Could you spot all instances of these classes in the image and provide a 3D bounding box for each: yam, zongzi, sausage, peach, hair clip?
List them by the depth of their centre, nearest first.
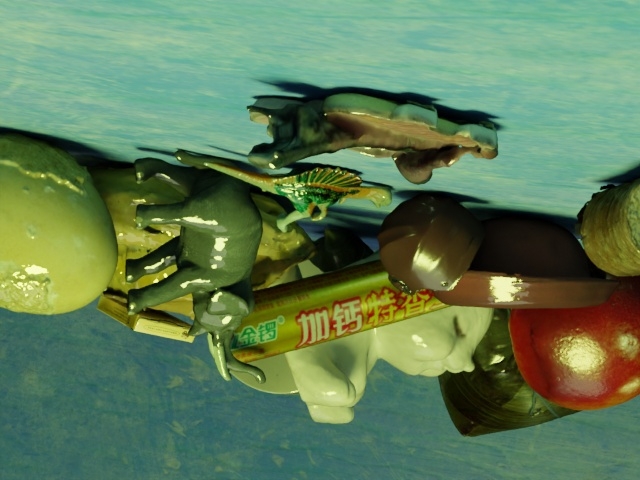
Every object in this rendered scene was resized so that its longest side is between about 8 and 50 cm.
[{"bbox_3d":[0.035,-0.072,0.989,0.187,0.056,0.146,1,178,-33],"label":"hair clip"},{"bbox_3d":[0.251,-0.011,1.099,0.084,0.084,0.127,9,177,-5],"label":"yam"},{"bbox_3d":[0.065,0.058,1.542,0.371,0.082,0.082,-14,180,-15],"label":"sausage"},{"bbox_3d":[0.319,0.102,1.663,0.197,0.197,0.197,8,175,1],"label":"peach"},{"bbox_3d":[0.000,0.000,1.847,0.154,0.062,0.130,25,168,48],"label":"zongzi"},{"bbox_3d":[0.395,0.136,2.080,0.432,0.208,0.403,-11,163,-4],"label":"zongzi"}]

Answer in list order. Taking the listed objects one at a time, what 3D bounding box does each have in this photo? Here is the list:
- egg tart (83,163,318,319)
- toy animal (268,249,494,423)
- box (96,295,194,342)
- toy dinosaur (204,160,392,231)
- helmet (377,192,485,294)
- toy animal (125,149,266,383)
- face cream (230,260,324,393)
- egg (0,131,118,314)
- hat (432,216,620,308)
[{"bbox_3d":[-0.171,0.008,1.606,0.352,0.150,0.352,12,176,1],"label":"egg tart"},{"bbox_3d":[0.078,0.087,1.714,0.265,0.206,0.272,-23,164,-1],"label":"toy animal"},{"bbox_3d":[-0.196,0.088,1.612,0.073,0.020,0.149,16,180,-26],"label":"box"},{"bbox_3d":[-0.011,-0.051,1.317,0.106,0.044,0.187,-10,153,28],"label":"toy dinosaur"},{"bbox_3d":[0.095,-0.004,1.373,0.123,0.098,0.070,2,143,51],"label":"helmet"},{"bbox_3d":[-0.122,0.035,1.385,0.137,0.270,0.082,-6,-150,-10],"label":"toy animal"},{"bbox_3d":[-0.037,0.114,2.080,0.218,0.218,0.179,7,175,11],"label":"face cream"},{"bbox_3d":[-0.286,-0.016,1.383,0.201,0.164,0.164,40,173,0],"label":"egg"},{"bbox_3d":[0.199,0.021,1.440,0.205,0.089,0.205,1,180,0],"label":"hat"}]
